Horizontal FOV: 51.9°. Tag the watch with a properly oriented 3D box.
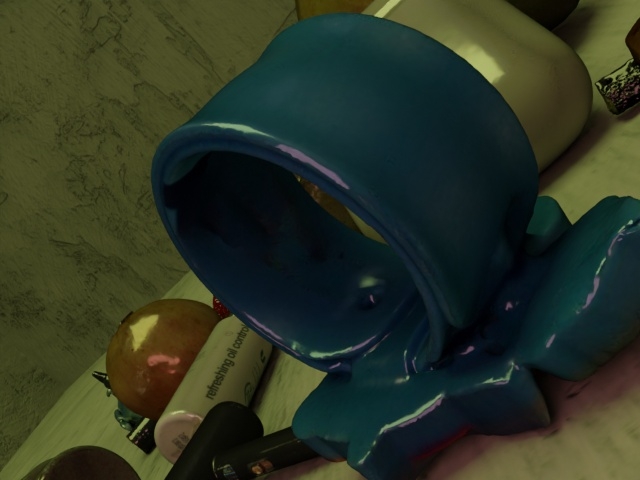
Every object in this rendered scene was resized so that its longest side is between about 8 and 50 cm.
[{"bbox_3d":[0.040,-0.009,0.424,0.241,0.274,0.305,-51,12,-33],"label":"watch"}]

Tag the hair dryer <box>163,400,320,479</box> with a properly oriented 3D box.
[{"bbox_3d":[-0.041,0.188,0.612,0.255,0.070,0.128,-30,17,32],"label":"hair dryer"}]

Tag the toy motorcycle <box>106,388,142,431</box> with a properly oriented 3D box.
[{"bbox_3d":[-0.334,0.250,1.270,0.206,0.154,0.260,-66,23,-1],"label":"toy motorcycle"}]

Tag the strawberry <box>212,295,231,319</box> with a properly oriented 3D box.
[{"bbox_3d":[-0.145,0.112,1.186,0.106,0.106,0.106,-43,11,10],"label":"strawberry"}]

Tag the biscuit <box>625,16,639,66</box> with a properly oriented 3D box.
[{"bbox_3d":[0.387,-0.223,0.455,0.359,0.046,0.359,-38,16,13],"label":"biscuit"}]

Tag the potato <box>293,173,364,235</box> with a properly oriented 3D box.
[{"bbox_3d":[0.015,-0.103,1.062,0.270,0.219,0.359,-18,19,42],"label":"potato"}]

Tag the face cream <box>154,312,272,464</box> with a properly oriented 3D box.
[{"bbox_3d":[-0.120,0.167,0.877,0.092,0.092,0.311,-40,11,24],"label":"face cream"}]

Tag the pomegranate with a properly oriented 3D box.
[{"bbox_3d":[-0.228,0.177,0.998,0.191,0.191,0.191,-43,11,10],"label":"pomegranate"}]

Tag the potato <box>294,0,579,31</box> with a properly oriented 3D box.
[{"bbox_3d":[0.161,-0.444,1.069,0.442,0.319,0.385,-19,-5,-33],"label":"potato"}]

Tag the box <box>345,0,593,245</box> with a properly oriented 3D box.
[{"bbox_3d":[0.120,-0.160,0.769,0.289,0.141,0.349,-43,43,14],"label":"box"}]

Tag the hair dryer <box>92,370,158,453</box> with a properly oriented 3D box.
[{"bbox_3d":[-0.301,0.241,1.123,0.195,0.050,0.173,26,62,32],"label":"hair dryer"}]

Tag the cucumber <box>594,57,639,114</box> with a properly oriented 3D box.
[{"bbox_3d":[0.333,-0.174,0.596,0.163,0.043,0.039,-32,-25,25],"label":"cucumber"}]

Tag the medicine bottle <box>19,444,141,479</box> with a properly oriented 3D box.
[{"bbox_3d":[-0.353,0.380,0.783,0.322,0.151,0.151,-40,12,24],"label":"medicine bottle"}]
